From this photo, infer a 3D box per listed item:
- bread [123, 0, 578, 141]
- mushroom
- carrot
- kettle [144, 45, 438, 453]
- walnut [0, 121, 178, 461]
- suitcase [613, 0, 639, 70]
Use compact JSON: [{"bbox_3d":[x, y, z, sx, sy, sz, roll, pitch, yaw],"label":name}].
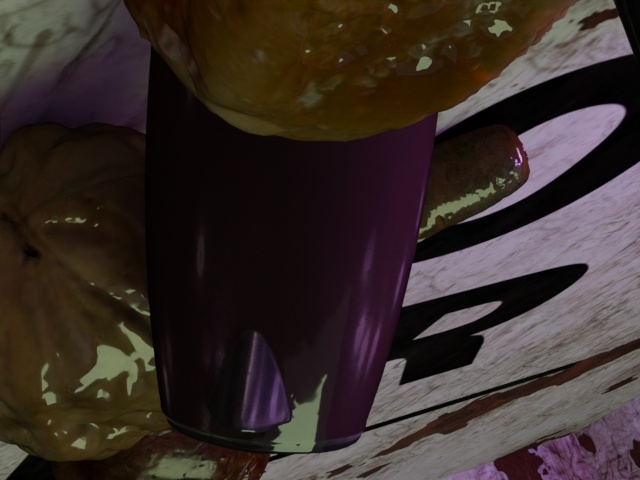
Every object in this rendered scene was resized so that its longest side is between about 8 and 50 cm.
[{"bbox_3d":[0.032,-0.160,0.499,0.176,0.195,0.246,-11,161,-26],"label":"bread"},{"bbox_3d":[-0.143,0.199,1.534,0.231,0.138,0.194,-20,164,-11],"label":"mushroom"},{"bbox_3d":[0.000,-0.001,1.221,0.342,0.070,0.070,-24,164,7],"label":"carrot"},{"bbox_3d":[-0.021,-0.015,0.801,0.144,0.232,0.202,7,-171,0],"label":"kettle"},{"bbox_3d":[-0.137,0.034,0.921,0.198,0.198,0.245,-23,164,-1],"label":"walnut"},{"bbox_3d":[0.391,-0.137,0.947,0.434,0.283,0.194,-19,-178,-17],"label":"suitcase"}]
